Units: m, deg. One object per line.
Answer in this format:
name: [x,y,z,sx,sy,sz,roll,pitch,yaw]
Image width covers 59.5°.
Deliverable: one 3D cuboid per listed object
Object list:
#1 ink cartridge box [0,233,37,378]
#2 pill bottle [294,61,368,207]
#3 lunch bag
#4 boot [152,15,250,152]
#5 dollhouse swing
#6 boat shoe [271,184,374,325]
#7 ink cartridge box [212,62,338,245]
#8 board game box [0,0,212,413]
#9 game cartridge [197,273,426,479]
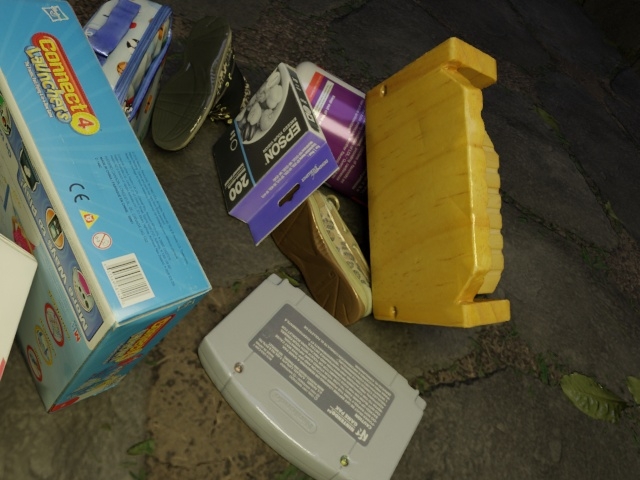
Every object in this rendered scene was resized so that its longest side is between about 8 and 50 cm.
ink cartridge box: [-0.392,0.100,0.427,0.283,0.117,0.207,-13,55,16]
pill bottle: [0.064,-0.172,1.017,0.323,0.181,0.181,27,44,-8]
lunch bag: [-0.294,-0.197,0.778,0.115,0.243,0.303,19,45,-16]
boot: [-0.187,-0.226,0.941,0.085,0.178,0.236,15,75,11]
dollhouse swing: [0.242,-0.060,0.835,0.305,0.315,0.346,0,85,-24]
boat shoe: [0.000,0.000,0.899,0.089,0.105,0.285,-14,73,-49]
ink cartridge box: [-0.082,-0.132,0.876,0.045,0.206,0.208,12,47,-44]
board game box: [-0.265,-0.014,0.562,0.086,0.302,0.308,-19,76,-41]
game cartridge: [-0.011,0.193,0.753,0.294,0.060,0.196,40,40,6]
